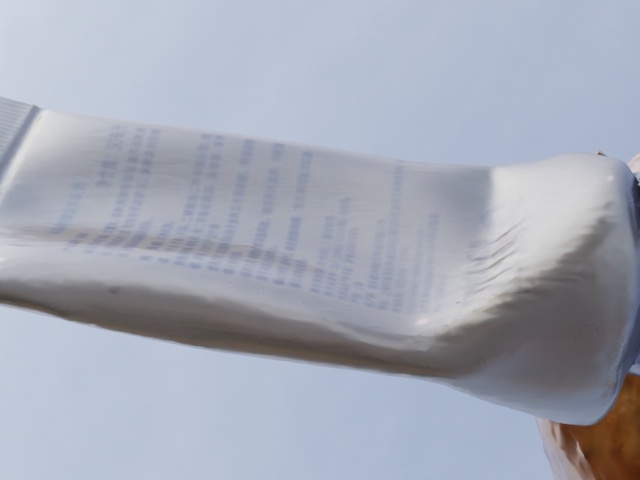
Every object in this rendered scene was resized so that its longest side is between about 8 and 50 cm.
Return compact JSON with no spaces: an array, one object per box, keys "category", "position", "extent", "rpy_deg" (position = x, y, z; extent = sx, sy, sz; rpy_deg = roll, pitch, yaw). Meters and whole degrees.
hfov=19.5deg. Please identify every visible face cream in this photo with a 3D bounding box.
[{"category":"face cream","position":[0.000,0.000,0.988],"extent":[0.420,0.235,0.137],"rpy_deg":[11,-62,1]}]

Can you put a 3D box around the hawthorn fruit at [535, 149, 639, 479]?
[{"category":"hawthorn fruit","position":[0.315,0.079,1.271],"extent":[0.402,0.402,0.403],"rpy_deg":[19,-61,38]}]
